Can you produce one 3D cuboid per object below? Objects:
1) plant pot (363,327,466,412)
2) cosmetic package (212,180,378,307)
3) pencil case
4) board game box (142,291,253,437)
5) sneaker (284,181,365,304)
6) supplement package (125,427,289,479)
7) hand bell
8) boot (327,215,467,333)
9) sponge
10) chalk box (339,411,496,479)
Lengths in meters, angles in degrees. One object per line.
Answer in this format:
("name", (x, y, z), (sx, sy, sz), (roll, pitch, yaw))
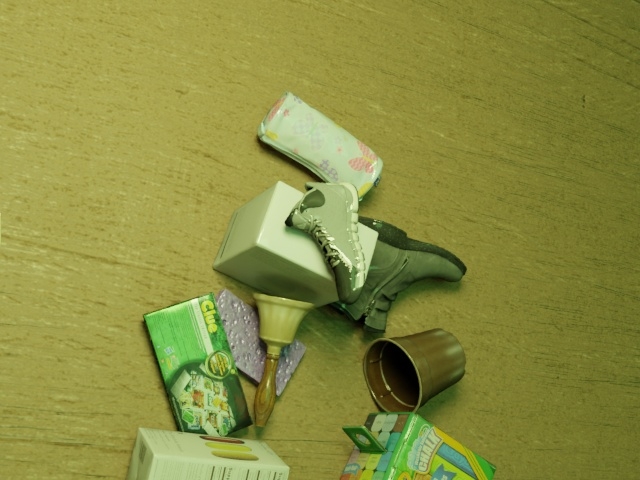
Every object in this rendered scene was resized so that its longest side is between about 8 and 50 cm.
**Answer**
("plant pot", (0.206, 0.265, 1.534), (0.165, 0.167, 0.167), (-13, 85, -37))
("cosmetic package", (-0.051, 0.018, 1.407), (0.224, 0.224, 0.138), (27, 67, -21))
("pencil case", (-0.001, -0.193, 1.549), (0.273, 0.113, 0.124), (35, 84, -17))
("board game box", (-0.224, 0.239, 1.353), (0.136, 0.030, 0.260), (-17, 92, -18))
("sneaker", (0.000, 0.000, 1.268), (0.132, 0.086, 0.229), (7, 63, -23))
("supplement package", (-0.199, 0.420, 1.270), (0.243, 0.139, 0.134), (14, 90, -26))
("hand bell", (-0.090, 0.229, 1.388), (0.126, 0.126, 0.242), (12, 84, -25))
("boot", (0.160, 0.097, 1.580), (0.338, 0.118, 0.223), (21, 86, -34))
("sponge", (-0.138, 0.200, 1.431), (0.210, 0.031, 0.117), (38, 63, -16))
("chalk box", (0.164, 0.456, 1.450), (0.288, 0.180, 0.179), (35, 64, -16))
